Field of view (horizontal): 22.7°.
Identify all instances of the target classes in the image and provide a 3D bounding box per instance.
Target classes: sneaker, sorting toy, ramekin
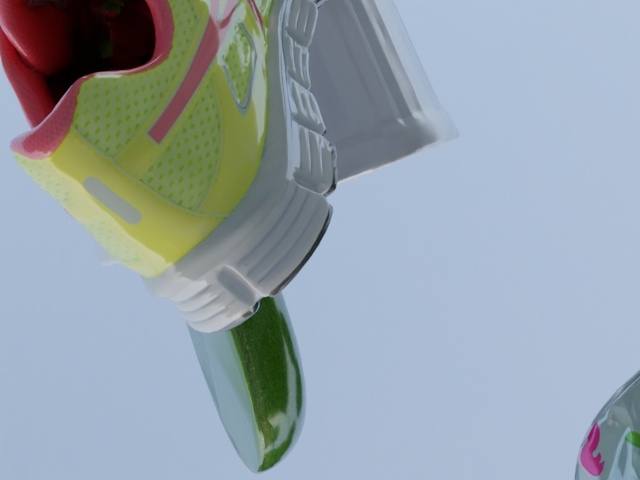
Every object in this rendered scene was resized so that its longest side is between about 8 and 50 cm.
[{"bbox_3d":[-0.053,-0.072,0.480,0.094,0.081,0.208,32,-153,-32],"label":"sneaker"},{"bbox_3d":[0.000,0.000,0.691,0.126,0.127,0.365,-18,-74,-13],"label":"sorting toy"},{"bbox_3d":[-0.051,-0.089,1.154,0.277,0.277,0.135,-21,-87,-15],"label":"ramekin"}]

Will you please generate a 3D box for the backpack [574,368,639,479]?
[{"bbox_3d":[0.221,0.124,0.589,0.225,0.253,0.191,-28,-142,8],"label":"backpack"}]
